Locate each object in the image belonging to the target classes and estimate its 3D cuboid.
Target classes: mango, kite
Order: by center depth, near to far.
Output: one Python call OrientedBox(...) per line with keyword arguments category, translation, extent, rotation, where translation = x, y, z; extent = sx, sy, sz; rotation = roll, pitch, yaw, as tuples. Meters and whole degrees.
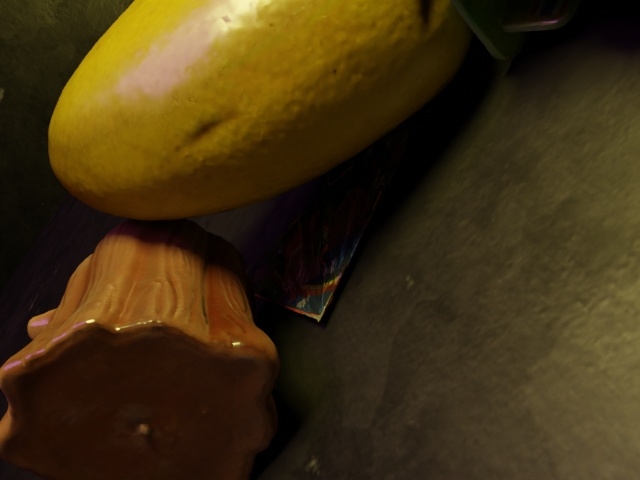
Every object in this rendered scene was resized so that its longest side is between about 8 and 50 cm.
OrientedBox(category="mango", translation=(-0.063, -0.175, 0.682), extent=(0.445, 0.220, 0.301), rotation=(-26, 46, 5))
OrientedBox(category="kite", translation=(0.000, 0.000, 0.726), extent=(0.321, 0.016, 0.234), rotation=(-43, 29, 31))

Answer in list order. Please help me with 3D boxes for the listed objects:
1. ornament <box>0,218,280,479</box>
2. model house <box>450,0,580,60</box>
OrientedBox(category="ornament", translation=(-0.142, 0.102, 0.661), extent=(0.235, 0.221, 0.217), rotation=(-23, 27, 6))
OrientedBox(category="model house", translation=(0.250, -0.324, 0.473), extent=(0.313, 0.242, 0.358), rotation=(14, 71, 48))
